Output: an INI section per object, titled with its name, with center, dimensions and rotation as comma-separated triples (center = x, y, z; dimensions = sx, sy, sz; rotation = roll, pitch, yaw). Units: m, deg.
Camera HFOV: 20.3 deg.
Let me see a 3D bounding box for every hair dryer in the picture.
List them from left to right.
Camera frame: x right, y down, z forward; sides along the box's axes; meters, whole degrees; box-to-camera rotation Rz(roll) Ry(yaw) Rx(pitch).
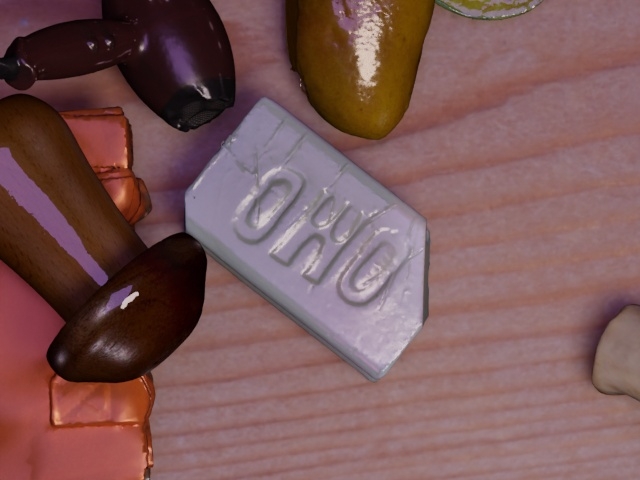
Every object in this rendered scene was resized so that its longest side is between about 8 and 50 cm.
[hair dryer]
center = -0.259, -0.242, 1.856
dimensions = 0.123, 0.340, 0.312
rotation = -39, 77, 38

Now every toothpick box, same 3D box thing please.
[toothpick box]
center = -0.246, 0.003, 1.775
dimensions = 0.192, 0.192, 0.294
rotation = -41, 82, -5

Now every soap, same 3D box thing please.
[soap]
center = 0.000, 0.000, 1.927
dimensions = 0.289, 0.095, 0.173
rotation = 38, 85, 2

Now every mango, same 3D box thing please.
[mango]
center = 0.039, -0.242, 1.937
dimensions = 0.167, 0.130, 0.262
rotation = 4, 95, 3

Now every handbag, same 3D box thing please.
[handbag]
center = -0.327, 0.069, 1.900
dimensions = 0.303, 0.116, 0.410
rotation = -4, 84, -3

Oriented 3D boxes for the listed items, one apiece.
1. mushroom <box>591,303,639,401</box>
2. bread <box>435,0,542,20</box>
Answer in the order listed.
[mushroom]
center = 0.481, 0.200, 1.843
dimensions = 0.315, 0.356, 0.315
rotation = 6, 79, -34
[bread]
center = 0.187, -0.355, 2.002
dimensions = 0.228, 0.033, 0.228
rotation = 0, 82, -2
